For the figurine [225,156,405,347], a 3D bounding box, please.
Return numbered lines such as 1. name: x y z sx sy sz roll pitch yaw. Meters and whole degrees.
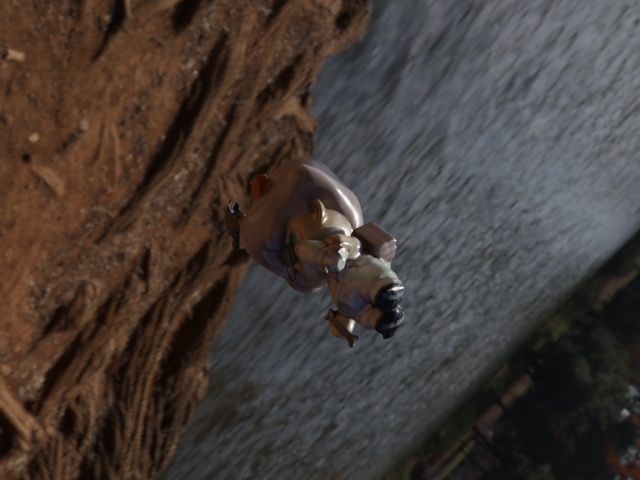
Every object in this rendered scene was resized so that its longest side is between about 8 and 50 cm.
1. figurine: 0.000 0.000 0.817 0.112 0.229 0.137 -29 133 -19
